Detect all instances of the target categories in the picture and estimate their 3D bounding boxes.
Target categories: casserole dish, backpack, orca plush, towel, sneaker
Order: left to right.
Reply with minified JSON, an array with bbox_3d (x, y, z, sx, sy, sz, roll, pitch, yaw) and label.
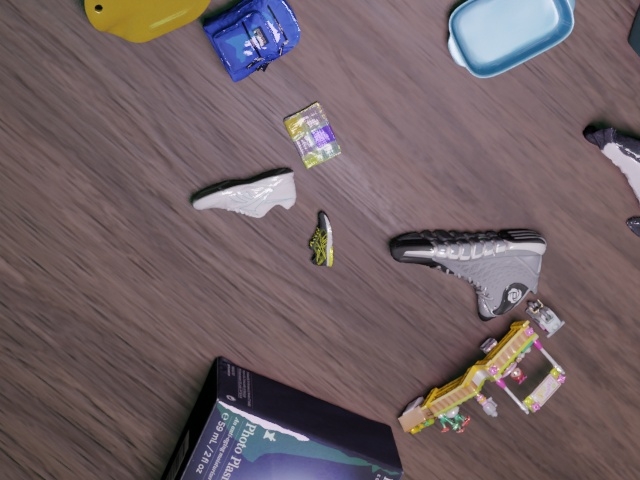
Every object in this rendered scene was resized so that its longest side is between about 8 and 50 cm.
[{"bbox_3d":[-0.107,-0.058,1.976,0.152,0.054,0.061,-12,108,-1],"label":"sneaker"},{"bbox_3d":[-0.087,-0.280,1.896,0.120,0.101,0.098,-29,111,0],"label":"backpack"},{"bbox_3d":[-0.011,-0.150,1.980,0.060,0.009,0.083,-24,105,2],"label":"towel"},{"bbox_3d":[0.000,0.000,2.008,0.035,0.031,0.083,-5,105,-2],"label":"sneaker"},{"bbox_3d":[0.214,0.057,2.011,0.228,0.086,0.132,-1,107,-4],"label":"sneaker"},{"bbox_3d":[0.265,-0.306,1.944,0.188,0.037,0.114,-27,104,3],"label":"casserole dish"},{"bbox_3d":[0.501,-0.081,2.011,0.287,0.102,0.151,37,144,-2],"label":"orca plush"}]

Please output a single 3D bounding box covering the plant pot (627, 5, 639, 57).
[{"bbox_3d":[0.538,-0.328,1.895,0.165,0.165,0.234,32,108,-11],"label":"plant pot"}]

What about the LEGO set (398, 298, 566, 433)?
[{"bbox_3d":[0.252,0.218,2.026,0.287,0.132,0.107,-42,97,6],"label":"LEGO set"}]

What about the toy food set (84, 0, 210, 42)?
[{"bbox_3d":[-0.218,-0.357,1.889,0.217,0.071,0.128,-22,129,4],"label":"toy food set"}]

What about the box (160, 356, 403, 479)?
[{"bbox_3d":[-0.075,0.376,2.026,0.294,0.183,0.296,22,102,-10],"label":"box"}]
